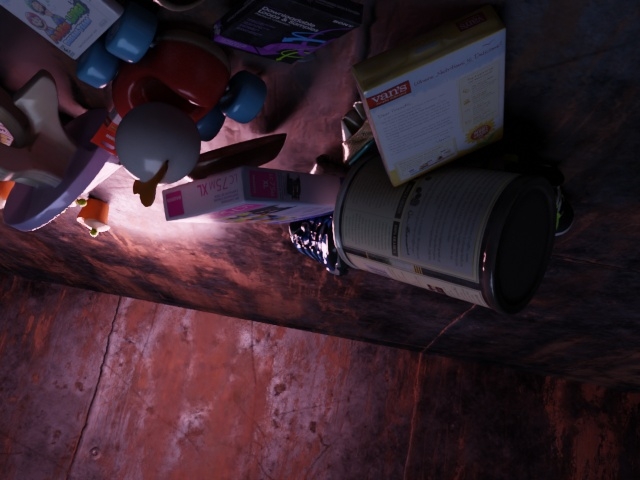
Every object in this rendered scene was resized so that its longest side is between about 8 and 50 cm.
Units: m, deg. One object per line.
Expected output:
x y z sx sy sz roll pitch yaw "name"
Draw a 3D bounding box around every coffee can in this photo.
0.186 -0.021 0.954 0.276 0.201 0.201 16 168 39 "coffee can"

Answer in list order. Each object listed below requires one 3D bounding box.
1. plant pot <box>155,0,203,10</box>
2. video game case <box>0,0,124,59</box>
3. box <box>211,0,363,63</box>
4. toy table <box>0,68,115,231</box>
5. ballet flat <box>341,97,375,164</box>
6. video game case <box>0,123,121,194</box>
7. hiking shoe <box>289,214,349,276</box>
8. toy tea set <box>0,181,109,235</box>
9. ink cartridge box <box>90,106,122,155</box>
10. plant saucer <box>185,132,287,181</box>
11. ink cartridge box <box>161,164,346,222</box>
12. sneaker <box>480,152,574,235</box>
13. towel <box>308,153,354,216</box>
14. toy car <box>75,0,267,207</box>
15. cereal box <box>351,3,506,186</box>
-0.174 -0.321 0.425 0.255 0.237 0.237 25 161 3 "plant pot"
-0.344 -0.307 0.793 0.143 0.019 0.157 37 151 -31 "video game case"
-0.043 -0.254 0.733 0.116 0.029 0.162 6 173 -32 "box"
-0.493 -0.151 1.055 0.161 0.274 0.252 39 -175 -48 "toy table"
0.072 -0.178 0.928 0.067 0.073 0.206 44 151 -6 "ballet flat"
-0.569 -0.182 1.297 0.248 0.035 0.275 22 158 -30 "video game case"
0.000 0.000 1.180 0.132 0.113 0.304 19 174 -2 "hiking shoe"
-0.682 -0.082 1.510 0.336 0.124 0.200 15 161 -11 "toy tea set"
-0.318 -0.189 1.026 0.063 0.115 0.029 32 -169 -46 "ink cartridge box"
-0.146 -0.131 1.014 0.199 0.036 0.198 -14 -166 3 "plant saucer"
-0.077 -0.068 1.034 0.186 0.065 0.311 -10 177 39 "ink cartridge box"
0.359 -0.073 1.015 0.235 0.084 0.097 23 157 -32 "sneaker"
0.120 -0.064 1.251 0.325 0.056 0.312 15 158 -5 "towel"
-0.228 -0.155 0.869 0.219 0.237 0.210 26 156 -36 "toy car"
0.147 -0.171 0.796 0.173 0.047 0.240 -23 154 5 "cereal box"
